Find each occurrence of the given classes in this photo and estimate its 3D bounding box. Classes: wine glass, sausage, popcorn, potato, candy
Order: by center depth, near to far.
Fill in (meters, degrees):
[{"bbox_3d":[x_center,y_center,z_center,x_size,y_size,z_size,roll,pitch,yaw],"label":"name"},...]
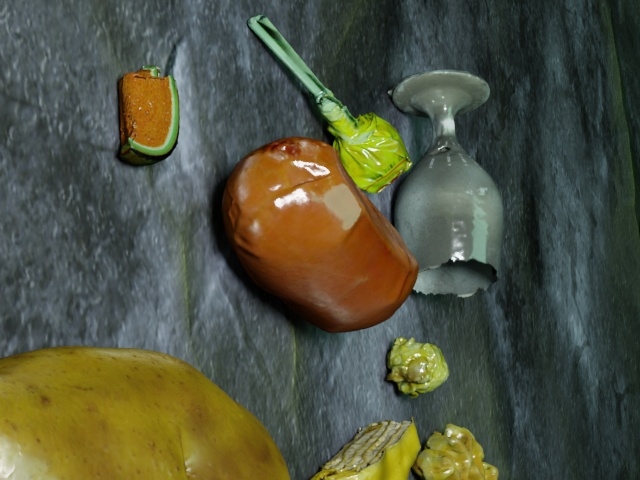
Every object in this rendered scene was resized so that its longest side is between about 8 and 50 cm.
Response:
[{"bbox_3d":[-0.132,0.169,1.014,0.369,0.176,0.195,25,86,-58],"label":"potato"},{"bbox_3d":[-0.002,0.001,1.402,0.258,0.133,0.133,45,41,-55],"label":"sausage"},{"bbox_3d":[0.004,-0.140,1.571,0.262,0.073,0.077,45,22,-42],"label":"candy"},{"bbox_3d":[0.101,0.137,1.676,0.083,0.068,0.059,148,-36,-76],"label":"popcorn"},{"bbox_3d":[0.141,-0.064,1.762,0.126,0.126,0.241,36,47,-58],"label":"wine glass"}]

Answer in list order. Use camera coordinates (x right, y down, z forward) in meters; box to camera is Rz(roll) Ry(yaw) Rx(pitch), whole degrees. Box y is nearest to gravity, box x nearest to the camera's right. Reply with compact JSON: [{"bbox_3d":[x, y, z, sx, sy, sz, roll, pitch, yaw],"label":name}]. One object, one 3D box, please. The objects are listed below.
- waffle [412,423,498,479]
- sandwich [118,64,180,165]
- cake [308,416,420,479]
[{"bbox_3d":[0.155,0.297,1.737,0.211,0.055,0.160,60,31,-37],"label":"waffle"},{"bbox_3d":[-0.140,-0.101,1.259,0.069,0.026,0.101,36,46,-53],"label":"sandwich"},{"bbox_3d":[0.053,0.246,1.498,0.185,0.080,0.116,-22,99,-71],"label":"cake"}]
